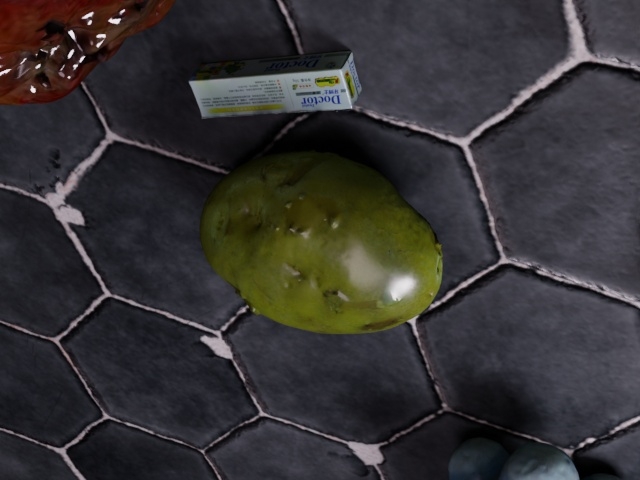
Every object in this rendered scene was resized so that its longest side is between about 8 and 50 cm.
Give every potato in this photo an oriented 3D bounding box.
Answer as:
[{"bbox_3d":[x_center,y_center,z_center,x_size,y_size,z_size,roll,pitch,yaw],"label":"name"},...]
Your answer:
[{"bbox_3d":[0.000,0.000,1.069,0.253,0.148,0.186,19,119,19],"label":"potato"}]

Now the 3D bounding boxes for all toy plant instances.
[{"bbox_3d":[0.235,0.359,1.254,0.247,0.247,0.332,14,127,11],"label":"toy plant"}]

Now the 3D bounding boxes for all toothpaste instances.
[{"bbox_3d":[-0.045,-0.145,1.031,0.164,0.034,0.046,-1,129,24],"label":"toothpaste"}]

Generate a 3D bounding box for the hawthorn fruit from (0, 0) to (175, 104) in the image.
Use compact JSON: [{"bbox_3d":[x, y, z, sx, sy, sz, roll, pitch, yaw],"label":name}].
[{"bbox_3d":[-0.255,-0.271,0.852,0.308,0.325,0.308,-8,168,-2],"label":"hawthorn fruit"}]
